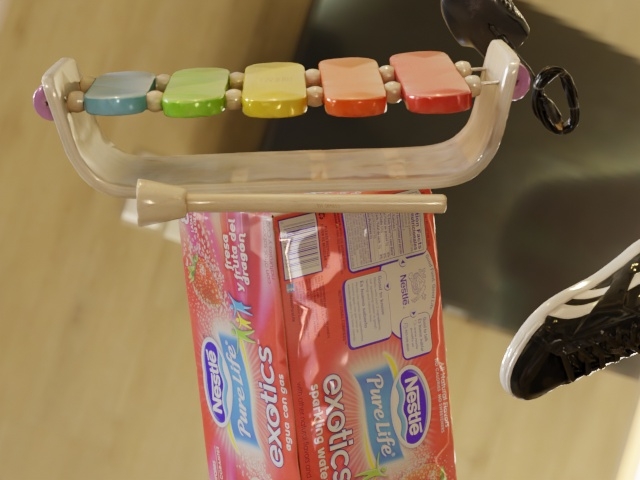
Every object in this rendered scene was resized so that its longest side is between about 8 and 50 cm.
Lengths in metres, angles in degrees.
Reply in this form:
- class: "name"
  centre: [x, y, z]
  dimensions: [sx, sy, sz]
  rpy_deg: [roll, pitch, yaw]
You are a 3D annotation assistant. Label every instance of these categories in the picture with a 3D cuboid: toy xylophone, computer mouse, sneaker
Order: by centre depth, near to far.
- class: "toy xylophone"
  centre: [-0.020, -0.074, 1.186]
  dimensions: [0.322, 0.081, 0.236]
  rpy_deg: [-4, 13, -8]
- class: "sneaker"
  centre: [0.276, 0.089, 1.705]
  dimensions: [0.121, 0.217, 0.079]
  rpy_deg: [42, -11, 47]
- class: "computer mouse"
  centre: [0.203, -0.188, 1.921]
  dimensions: [0.242, 0.071, 0.041]
  rpy_deg: [44, 15, -33]

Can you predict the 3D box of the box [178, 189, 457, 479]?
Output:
- class: "box"
  centre: [0.001, 0.102, 1.442]
  dimensions: [0.154, 0.300, 0.142]
  rpy_deg: [-15, 15, -32]
